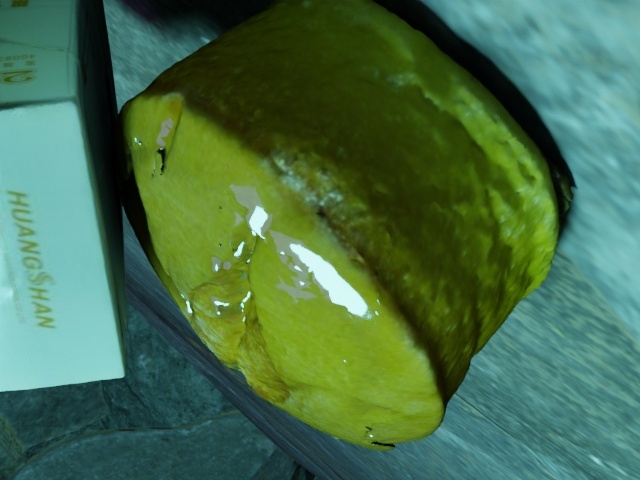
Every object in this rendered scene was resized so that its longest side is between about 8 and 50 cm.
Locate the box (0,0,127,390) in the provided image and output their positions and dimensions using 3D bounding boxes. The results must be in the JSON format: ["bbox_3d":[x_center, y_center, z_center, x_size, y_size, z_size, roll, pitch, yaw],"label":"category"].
[{"bbox_3d":[-0.135,-0.060,0.530,0.233,0.067,0.149,-105,8,-52],"label":"box"}]

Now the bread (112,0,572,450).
[{"bbox_3d":[0.000,0.000,0.513,0.195,0.142,0.269,42,168,8],"label":"bread"}]
